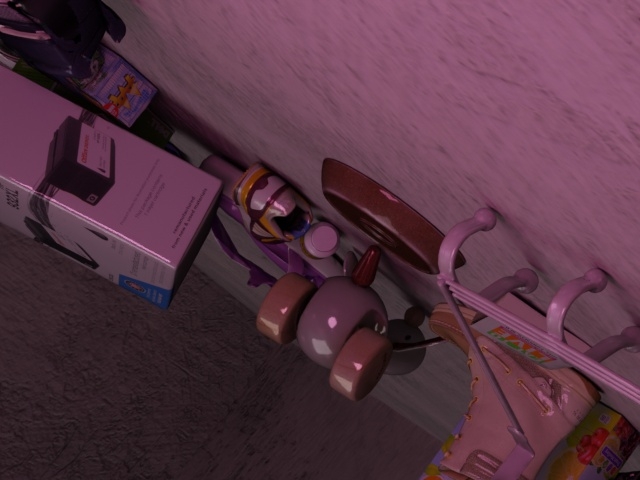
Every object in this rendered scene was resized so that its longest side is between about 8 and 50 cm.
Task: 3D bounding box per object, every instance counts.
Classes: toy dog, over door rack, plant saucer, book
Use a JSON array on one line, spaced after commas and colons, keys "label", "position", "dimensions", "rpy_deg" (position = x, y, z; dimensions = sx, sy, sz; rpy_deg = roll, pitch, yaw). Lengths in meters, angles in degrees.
[{"label": "toy dog", "position": [0.059, 0.081, 1.953], "dimensions": [0.220, 0.161, 0.334], "rpy_deg": [33, -172, 1]}, {"label": "over door rack", "position": [0.223, 0.134, 1.300], "dimensions": [0.239, 0.108, 0.324], "rpy_deg": [31, 151, 37]}, {"label": "plant saucer", "position": [0.063, -0.017, 1.571], "dimensions": [0.168, 0.029, 0.168], "rpy_deg": [35, 174, 4]}, {"label": "book", "position": [0.203, 0.089, 1.582], "dimensions": [0.096, 0.035, 0.144], "rpy_deg": [33, 172, 0]}]

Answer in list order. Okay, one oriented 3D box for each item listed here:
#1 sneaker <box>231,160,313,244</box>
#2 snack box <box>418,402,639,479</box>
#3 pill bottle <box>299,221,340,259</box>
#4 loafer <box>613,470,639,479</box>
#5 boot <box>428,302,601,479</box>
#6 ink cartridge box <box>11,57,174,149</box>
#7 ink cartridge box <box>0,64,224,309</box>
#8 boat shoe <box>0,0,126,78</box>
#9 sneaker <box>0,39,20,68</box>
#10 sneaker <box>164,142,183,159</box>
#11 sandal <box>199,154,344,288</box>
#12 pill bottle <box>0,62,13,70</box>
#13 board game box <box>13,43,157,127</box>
[{"label": "sneaker", "position": [-0.045, -0.023, 1.919], "dimensions": [0.084, 0.069, 0.185], "rpy_deg": [40, 176, 22]}, {"label": "snack box", "position": [0.224, 0.252, 1.821], "dimensions": [0.174, 0.207, 0.070], "rpy_deg": [31, 171, 44]}, {"label": "pill bottle", "position": [0.000, 0.000, 1.953], "dimensions": [0.043, 0.043, 0.083], "rpy_deg": [37, 173, -3]}, {"label": "loafer", "position": [0.376, 0.272, 1.731], "dimensions": [0.095, 0.109, 0.302], "rpy_deg": [59, 161, -15]}, {"label": "boot", "position": [0.167, 0.173, 1.737], "dimensions": [0.213, 0.165, 0.077], "rpy_deg": [31, 171, 31]}, {"label": "ink cartridge box", "position": [-0.264, -0.152, 2.079], "dimensions": [0.255, 0.097, 0.189], "rpy_deg": [11, 156, 48]}, {"label": "ink cartridge box", "position": [-0.287, -0.061, 1.982], "dimensions": [0.307, 0.129, 0.223], "rpy_deg": [28, 163, 0]}, {"label": "boat shoe", "position": [-0.323, -0.247, 1.523], "dimensions": [0.340, 0.127, 0.158], "rpy_deg": [30, 163, 43]}, {"label": "sneaker", "position": [-0.435, -0.294, 2.151], "dimensions": [0.178, 0.072, 0.077], "rpy_deg": [31, 165, -28]}, {"label": "sneaker", "position": [-0.221, -0.101, 2.332], "dimensions": [0.071, 0.068, 0.170], "rpy_deg": [26, 168, 31]}, {"label": "sandal", "position": [-0.081, 0.006, 2.160], "dimensions": [0.169, 0.102, 0.416], "rpy_deg": [34, 172, 29]}, {"label": "pill bottle", "position": [-0.489, -0.238, 2.529], "dimensions": [0.121, 0.121, 0.221], "rpy_deg": [37, 174, -3]}, {"label": "board game box", "position": [-0.289, -0.217, 1.884], "dimensions": [0.194, 0.060, 0.194], "rpy_deg": [33, 173, 21]}]
